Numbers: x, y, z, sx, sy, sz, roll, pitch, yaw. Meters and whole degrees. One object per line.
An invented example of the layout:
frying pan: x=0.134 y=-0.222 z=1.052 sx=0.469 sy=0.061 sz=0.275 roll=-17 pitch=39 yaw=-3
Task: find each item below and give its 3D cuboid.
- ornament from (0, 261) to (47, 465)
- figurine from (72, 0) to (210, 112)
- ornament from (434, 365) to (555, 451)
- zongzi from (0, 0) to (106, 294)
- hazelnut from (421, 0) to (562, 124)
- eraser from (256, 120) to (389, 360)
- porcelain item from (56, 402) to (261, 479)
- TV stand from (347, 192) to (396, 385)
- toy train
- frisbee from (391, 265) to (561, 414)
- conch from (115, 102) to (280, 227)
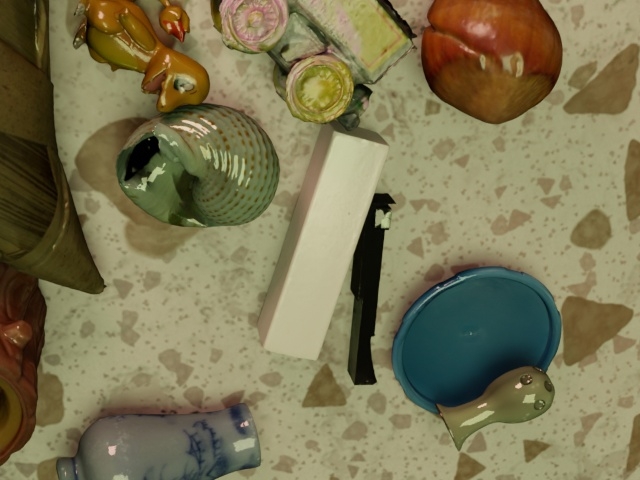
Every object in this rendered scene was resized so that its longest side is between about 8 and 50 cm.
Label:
ornament: x=-0.417 y=0.145 z=1.347 sx=0.221 sy=0.217 sz=0.235 roll=-33 pitch=122 yaw=5
figurine: x=-0.192 y=-0.228 z=1.332 sx=0.176 sy=0.121 sz=0.122 roll=43 pitch=61 yaw=5
ornament: x=0.241 y=0.223 z=1.559 sx=0.156 sy=0.081 sz=0.074 roll=-26 pitch=85 yaw=2
zongzi: x=-0.327 y=-0.229 z=1.299 sx=0.467 sy=0.218 sz=0.500 roll=29 pitch=95 yaw=-40
hazelnut: x=0.211 y=-0.230 z=1.377 sx=0.182 sy=0.182 sz=0.182 roll=-3 pitch=110 yaw=-9
eraser: x=0.000 y=0.000 z=1.465 sx=0.076 sy=0.078 sz=0.298 roll=15 pitch=105 yaw=-15
porcelain item: x=-0.212 y=0.285 z=1.501 sx=0.259 sy=0.141 sz=0.141 roll=-14 pitch=111 yaw=-14
TV stand: x=0.064 y=0.066 z=1.516 sx=0.040 sy=0.049 sz=0.256 roll=1 pitch=109 yaw=-12
toy train: x=-0.013 y=-0.256 z=1.342 sx=0.177 sy=0.134 sz=0.261 roll=-42 pitch=111 yaw=5
frisbee: x=0.210 y=0.135 z=1.566 sx=0.242 sy=0.045 sz=0.242 roll=-6 pitch=119 yaw=-12
conch: x=-0.141 y=-0.102 z=1.370 sx=0.172 sy=0.131 sz=0.200 roll=-3 pitch=140 yaw=32
